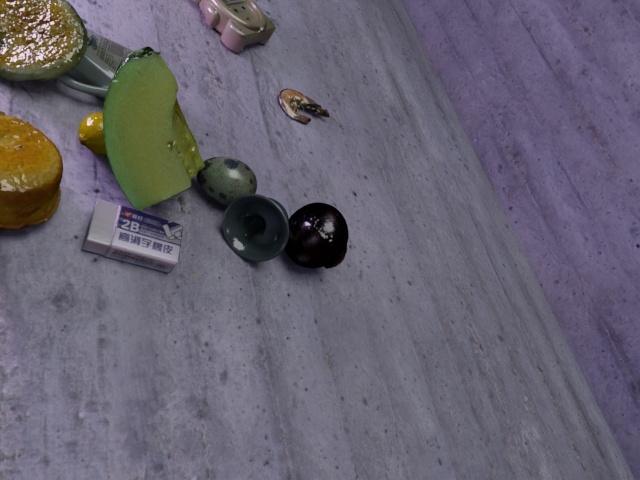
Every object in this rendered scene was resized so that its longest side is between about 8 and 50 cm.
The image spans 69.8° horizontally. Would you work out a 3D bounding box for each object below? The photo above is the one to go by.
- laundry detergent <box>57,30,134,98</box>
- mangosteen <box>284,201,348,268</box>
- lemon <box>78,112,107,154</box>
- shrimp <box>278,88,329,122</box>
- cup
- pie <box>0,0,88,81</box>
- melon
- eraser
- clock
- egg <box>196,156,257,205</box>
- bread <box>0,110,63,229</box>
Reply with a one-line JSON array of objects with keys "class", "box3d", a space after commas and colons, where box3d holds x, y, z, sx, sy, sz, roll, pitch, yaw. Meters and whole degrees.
[{"class": "laundry detergent", "box3d": [-0.636, -0.486, 1.275, 0.281, 0.105, 0.214, 15, 53, -35]}, {"class": "mangosteen", "box3d": [0.000, 0.000, 1.443, 0.250, 0.212, 0.211, 45, 32, -49]}, {"class": "lemon", "box3d": [-0.562, -0.275, 1.185, 0.109, 0.109, 0.133, 51, 49, -1]}, {"class": "shrimp", "box3d": [-0.063, -0.538, 1.889, 0.251, 0.052, 0.143, 11, 64, -28]}, {"class": "cup", "box3d": [-0.167, -0.054, 1.351, 0.199, 0.199, 0.150, 48, 22, -4]}, {"class": "pie", "box3d": [-0.734, -0.521, 1.160, 0.278, 0.078, 0.276, 3, 78, -17]}, {"class": "melon", "box3d": [-0.410, -0.291, 1.143, 0.331, 0.226, 0.343, -56, 139, -49]}, {"class": "eraser", "box3d": [-0.452, -0.010, 1.119, 0.210, 0.068, 0.124, 20, 52, -31]}, {"class": "clock", "box3d": [-0.358, -0.921, 1.856, 0.309, 0.114, 0.284, 45, 42, -3]}, {"class": "egg", "box3d": [-0.275, -0.176, 1.349, 0.182, 0.141, 0.141, 25, 47, -22]}, {"class": "bread", "box3d": [-0.674, -0.151, 0.964, 0.269, 0.146, 0.268, 27, 42, -28]}]
